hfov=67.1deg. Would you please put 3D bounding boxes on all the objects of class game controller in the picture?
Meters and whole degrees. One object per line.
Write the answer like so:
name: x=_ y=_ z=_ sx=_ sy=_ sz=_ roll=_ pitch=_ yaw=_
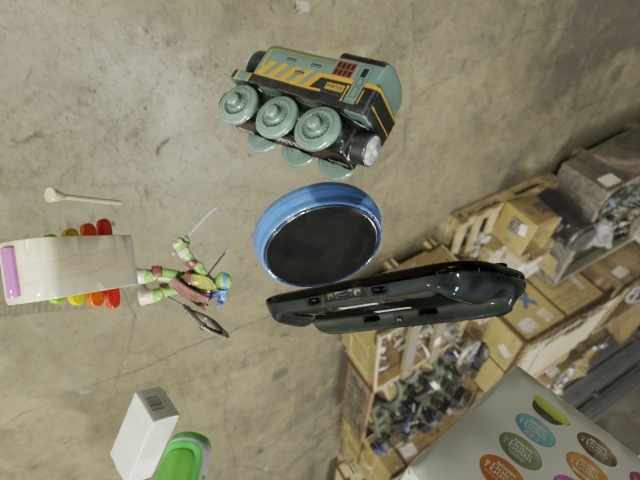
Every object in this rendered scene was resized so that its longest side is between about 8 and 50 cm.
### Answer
game controller: x=0.081 y=0.071 z=0.607 sx=0.319 sy=0.067 sz=0.166 roll=-16 pitch=151 yaw=40

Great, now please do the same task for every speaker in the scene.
speaker: x=-0.360 y=0.645 z=1.217 sx=0.131 sy=0.297 sz=0.131 roll=1 pitch=126 yaw=1

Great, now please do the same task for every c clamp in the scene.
c clamp: x=-0.304 y=0.202 z=1.221 sx=0.137 sy=0.160 sz=0.022 roll=36 pitch=83 yaw=-44

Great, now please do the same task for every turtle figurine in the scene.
turtle figurine: x=-0.386 y=0.076 z=1.369 sx=0.266 sy=0.275 sz=0.198 roll=-8 pitch=168 yaw=-4

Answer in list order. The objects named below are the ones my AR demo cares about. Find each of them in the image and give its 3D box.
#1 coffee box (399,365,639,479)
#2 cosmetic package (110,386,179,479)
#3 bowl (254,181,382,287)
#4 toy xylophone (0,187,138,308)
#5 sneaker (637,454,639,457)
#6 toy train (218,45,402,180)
coffee box: x=0.239 y=0.423 z=0.575 sx=0.334 sy=0.337 sz=0.338 roll=-9 pitch=130 yaw=-50
cosmetic package: x=-0.480 y=0.529 z=1.312 sx=0.085 sy=0.117 sz=0.231 roll=4 pitch=119 yaw=-49
bowl: x=0.000 y=0.000 z=1.435 sx=0.391 sy=0.077 sz=0.391 roll=-10 pitch=138 yaw=-9
toy xylophone: x=-0.493 y=0.023 z=1.003 sx=0.081 sy=0.236 sz=0.322 roll=-8 pitch=171 yaw=18
sneaker: x=0.638 y=0.553 z=0.980 sx=0.127 sy=0.182 sz=0.315 roll=-24 pitch=145 yaw=17
toy train: x=-0.024 y=-0.229 z=0.819 sx=0.190 sy=0.334 sz=0.142 roll=-60 pitch=148 yaw=-8
